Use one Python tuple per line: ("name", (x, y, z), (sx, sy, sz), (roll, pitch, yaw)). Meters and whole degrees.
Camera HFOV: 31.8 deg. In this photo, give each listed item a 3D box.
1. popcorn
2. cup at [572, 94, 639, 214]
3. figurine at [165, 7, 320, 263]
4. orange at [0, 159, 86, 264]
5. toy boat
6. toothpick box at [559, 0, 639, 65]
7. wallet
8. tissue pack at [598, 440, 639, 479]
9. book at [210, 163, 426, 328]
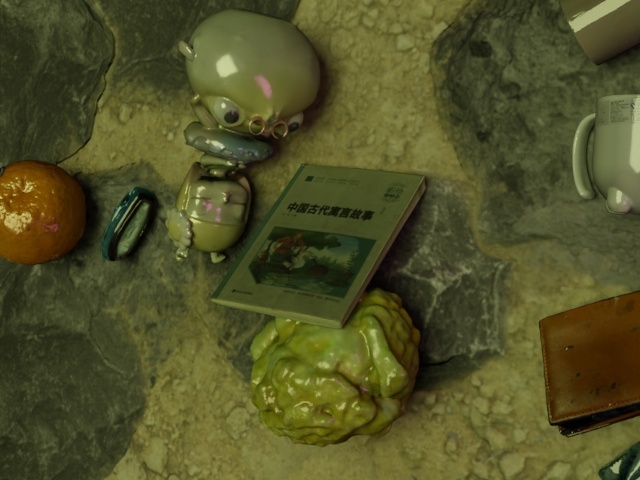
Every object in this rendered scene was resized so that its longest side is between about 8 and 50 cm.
("popcorn", (0.023, 0.168, 1.523), (0.256, 0.195, 0.255), (-42, 36, -16))
("cup", (0.387, -0.103, 1.403), (0.174, 0.134, 0.142), (6, 91, 27))
("figurine", (-0.146, -0.155, 1.693), (0.274, 0.227, 0.394), (39, 119, 56))
("orange", (-0.472, -0.045, 1.839), (0.178, 0.155, 0.177), (-4, 53, 6))
("toy boat", (-0.316, -0.025, 1.818), (0.061, 0.060, 0.137), (40, 107, 51))
("toothpick box", (0.407, -0.312, 1.420), (0.181, 0.111, 0.111), (-29, 74, 24))
("wallet", (0.372, 0.148, 1.408), (0.195, 0.042, 0.161), (-23, 50, 29))
("tissue pack", (0.514, 0.335, 1.318), (0.228, 0.103, 0.315), (-43, 68, 19))
("book", (0.000, 0.000, 1.563), (0.215, 0.025, 0.282), (8, 49, 29))
